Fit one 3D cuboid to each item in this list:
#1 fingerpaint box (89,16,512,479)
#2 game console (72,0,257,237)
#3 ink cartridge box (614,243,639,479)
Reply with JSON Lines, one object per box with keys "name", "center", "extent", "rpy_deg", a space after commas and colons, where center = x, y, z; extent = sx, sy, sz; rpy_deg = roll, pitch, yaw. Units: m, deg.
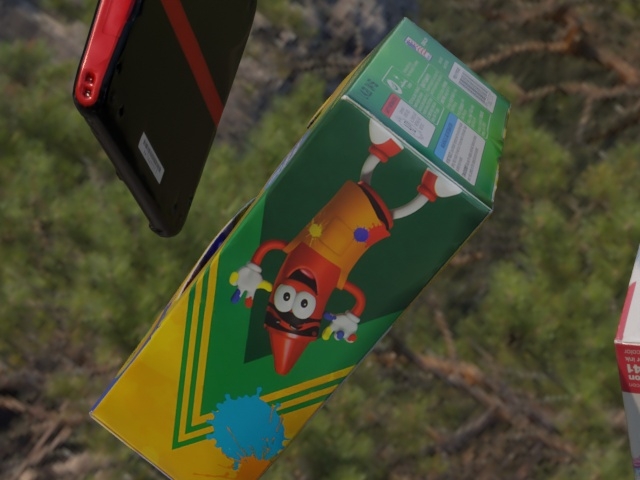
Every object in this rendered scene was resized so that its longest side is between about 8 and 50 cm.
{"name": "fingerpaint box", "center": [0.000, 0.000, 1.379], "extent": [0.163, 0.371, 0.445], "rpy_deg": [38, 20, -3]}
{"name": "game console", "center": [-0.160, -0.217, 1.528], "extent": [0.060, 0.342, 0.386], "rpy_deg": [14, -17, 12]}
{"name": "ink cartridge box", "center": [0.439, 0.179, 1.689], "extent": [0.131, 0.306, 0.226], "rpy_deg": [0, 31, 21]}
